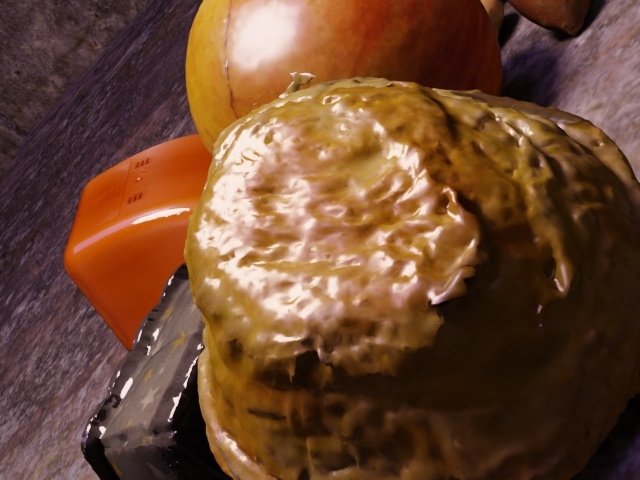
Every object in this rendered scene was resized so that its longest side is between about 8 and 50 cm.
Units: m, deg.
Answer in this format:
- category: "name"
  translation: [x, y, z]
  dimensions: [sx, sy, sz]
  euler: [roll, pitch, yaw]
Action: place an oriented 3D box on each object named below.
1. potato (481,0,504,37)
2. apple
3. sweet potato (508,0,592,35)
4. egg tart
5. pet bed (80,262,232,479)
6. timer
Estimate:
- category: "potato"
  translation: [0.149, -0.216, 1.283]
  dimensions: [0.083, 0.062, 0.068]
  euler: [-12, 9, 28]
- category: "apple"
  translation: [0.017, -0.144, 1.142]
  dimensions: [0.286, 0.286, 0.233]
  euler: [-29, 38, 47]
- category: "sweet potato"
  translation: [0.183, -0.357, 1.212]
  dimensions: [0.109, 0.109, 0.385]
  euler: [-36, 54, 37]
- category: "egg tart"
  translation: [0.049, 0.014, 0.803]
  dimensions: [0.340, 0.153, 0.351]
  euler: [-8, 57, 20]
- category: "pet bed"
  translation: [-0.072, 0.132, 0.991]
  dimensions: [0.159, 0.183, 0.210]
  euler: [-25, 33, 48]
- category: "timer"
  translation: [-0.186, -0.026, 1.633]
  dimensions: [0.250, 0.161, 0.257]
  euler: [-30, 25, 13]
